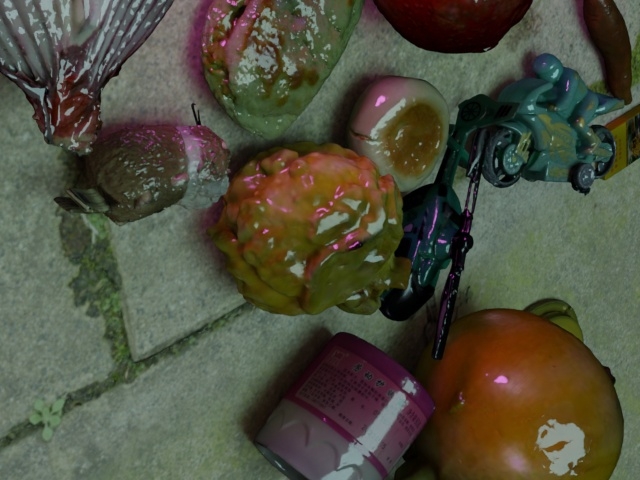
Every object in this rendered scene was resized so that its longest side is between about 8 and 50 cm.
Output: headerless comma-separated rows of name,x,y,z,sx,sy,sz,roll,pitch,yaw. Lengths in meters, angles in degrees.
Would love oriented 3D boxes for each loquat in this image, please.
loquat,0.257,0.267,1.888,0.360,0.328,0.328,-27,128,-15

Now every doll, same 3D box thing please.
doll,-0.198,-0.069,1.434,0.221,0.105,0.114,-23,87,-34

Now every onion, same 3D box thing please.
onion,-0.259,-0.268,1.247,0.267,0.159,0.348,-2,118,-31

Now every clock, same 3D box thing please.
clock,0.366,0.212,2.152,0.237,0.057,0.237,-22,125,-36

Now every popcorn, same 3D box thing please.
popcorn,0.000,0.000,1.591,0.266,0.192,0.233,37,93,-27

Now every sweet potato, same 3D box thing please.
sweet potato,0.440,-0.301,1.975,0.057,0.057,0.264,-50,137,-13

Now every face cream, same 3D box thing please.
face cream,0.032,0.248,1.758,0.195,0.175,0.175,-51,136,-16

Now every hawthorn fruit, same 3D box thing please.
hawthorn fruit,0.164,-0.329,1.604,0.266,0.210,0.230,87,13,-73

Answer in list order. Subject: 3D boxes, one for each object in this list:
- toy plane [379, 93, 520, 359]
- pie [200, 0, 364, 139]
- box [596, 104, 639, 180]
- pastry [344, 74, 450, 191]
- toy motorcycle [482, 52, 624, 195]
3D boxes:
toy plane,0.152,-0.032,1.762,0.106,0.155,0.381,41,64,-46
pie,-0.037,-0.240,1.518,0.248,0.090,0.201,-57,136,-13
box,0.503,-0.167,2.124,0.155,0.023,0.086,-31,125,-30
pastry,0.095,-0.141,1.694,0.156,0.092,0.156,-18,118,-38
toy motorcycle,0.339,-0.172,1.917,0.297,0.109,0.198,1,99,-42
